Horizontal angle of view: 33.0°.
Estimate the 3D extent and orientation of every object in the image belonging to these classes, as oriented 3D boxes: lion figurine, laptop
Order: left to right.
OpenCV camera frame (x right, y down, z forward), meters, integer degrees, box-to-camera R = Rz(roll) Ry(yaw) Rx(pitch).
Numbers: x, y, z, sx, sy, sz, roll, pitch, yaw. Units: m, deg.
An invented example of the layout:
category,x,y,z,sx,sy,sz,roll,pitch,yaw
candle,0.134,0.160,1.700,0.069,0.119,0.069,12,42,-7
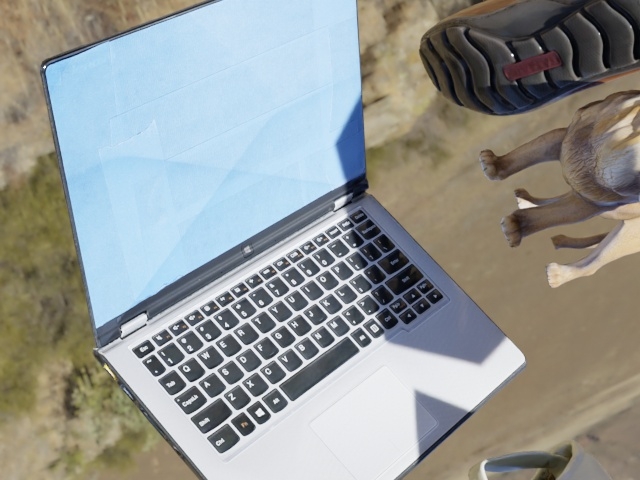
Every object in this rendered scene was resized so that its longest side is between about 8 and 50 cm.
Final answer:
category,x,y,z,sx,sy,sz,roll,pitch,yaw
laptop,0.000,0.000,0.978,0.382,0.408,0.236,-32,163,-40
lion figurine,0.318,-0.056,1.135,0.240,0.142,0.392,-19,168,17

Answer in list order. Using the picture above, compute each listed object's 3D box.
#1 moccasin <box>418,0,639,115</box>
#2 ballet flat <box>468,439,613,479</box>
category,x,y,z,sx,sy,sz,roll,pitch,yaw
moccasin,0.252,-0.231,1.152,0.147,0.139,0.380,-39,-168,-31
ballet flat,0.162,0.291,1.069,0.400,0.139,0.139,-10,157,-44
